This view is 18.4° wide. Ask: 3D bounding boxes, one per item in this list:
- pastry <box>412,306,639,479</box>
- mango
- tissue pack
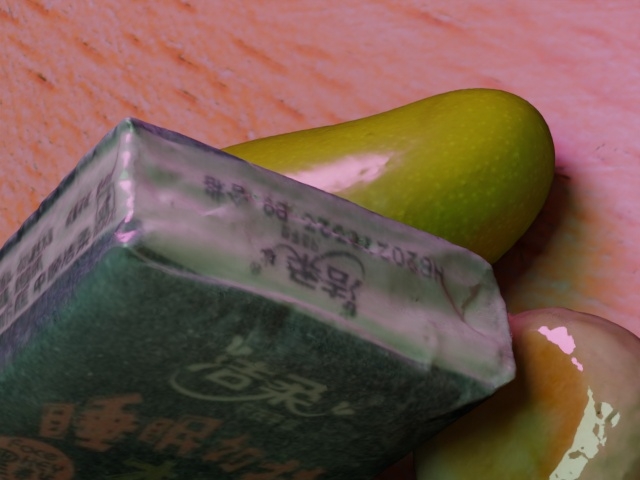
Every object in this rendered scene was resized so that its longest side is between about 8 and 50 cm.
[{"bbox_3d":[0.118,0.109,1.021,0.156,0.092,0.156,-22,55,34],"label":"pastry"},{"bbox_3d":[0.000,0.000,1.147,0.293,0.143,0.175,-23,17,9],"label":"mango"},{"bbox_3d":[-0.085,0.086,1.028,0.315,0.228,0.103,-40,40,40],"label":"tissue pack"}]
